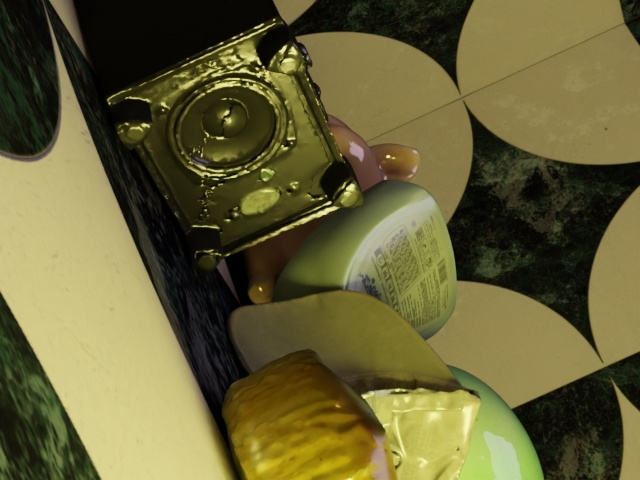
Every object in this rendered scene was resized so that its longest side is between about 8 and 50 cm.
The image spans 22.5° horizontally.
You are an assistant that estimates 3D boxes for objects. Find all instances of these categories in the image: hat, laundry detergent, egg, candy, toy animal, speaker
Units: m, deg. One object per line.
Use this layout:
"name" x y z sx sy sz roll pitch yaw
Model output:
"hat" 0.019 0.165 1.546 0.244 0.214 0.149 41 -50 49
"laundry detergent" 0.034 0.083 1.723 0.280 0.105 0.215 -46 135 -39
"egg" 0.122 0.258 1.668 0.220 0.220 0.270 59 23 -67
"candy" 0.015 0.208 1.256 0.260 0.118 0.260 -25 90 -90
"toy animal" 0.000 0.000 1.913 0.269 0.237 0.326 -69 139 -60
"speaker" -0.096 -0.143 1.511 0.254 0.184 0.232 -114 178 -49
